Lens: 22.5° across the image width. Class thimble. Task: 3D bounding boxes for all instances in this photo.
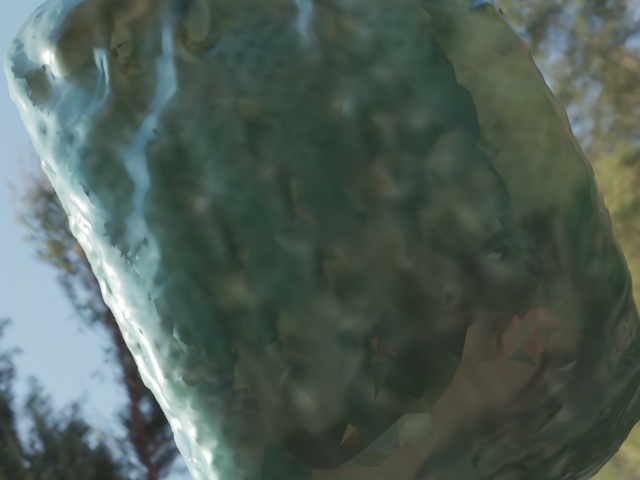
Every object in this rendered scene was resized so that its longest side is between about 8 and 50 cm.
[{"bbox_3d":[0.000,0.000,0.516,0.143,0.198,0.235,-28,-62,-8],"label":"thimble"}]
